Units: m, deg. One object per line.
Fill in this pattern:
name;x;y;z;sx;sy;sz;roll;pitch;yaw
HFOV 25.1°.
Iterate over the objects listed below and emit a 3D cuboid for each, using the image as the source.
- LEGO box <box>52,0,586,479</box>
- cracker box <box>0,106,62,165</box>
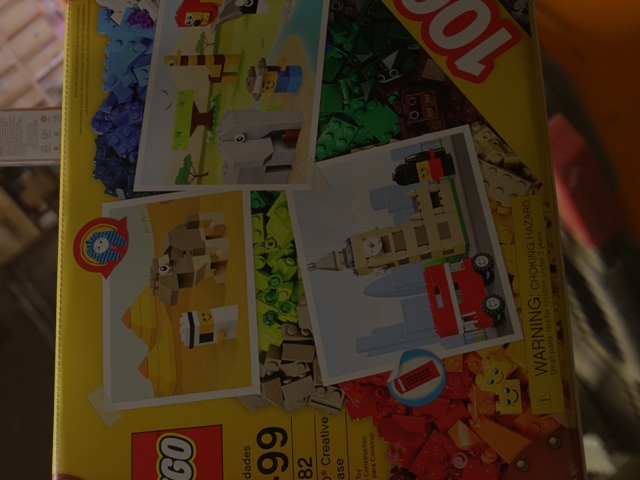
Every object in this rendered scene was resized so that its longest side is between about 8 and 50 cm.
LEGO box;0.000;0.000;1.122;0.193;0.372;0.500;61;-156;-66
cracker box;-0.358;-0.119;1.677;0.156;0.232;0.067;-12;-79;-78
